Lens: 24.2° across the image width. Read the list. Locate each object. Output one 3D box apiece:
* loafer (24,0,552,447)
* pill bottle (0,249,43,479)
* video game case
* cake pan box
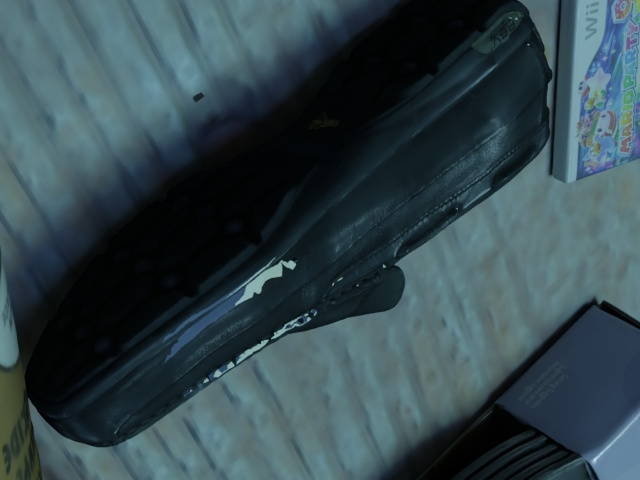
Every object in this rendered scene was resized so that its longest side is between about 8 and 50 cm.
[{"bbox_3d":[0.000,0.000,0.514,0.223,0.076,0.078,-40,123,-20],"label":"loafer"},{"bbox_3d":[-0.141,0.066,0.400,0.131,0.131,0.229,-21,123,-29],"label":"pill bottle"},{"bbox_3d":[0.149,-0.080,0.636,0.122,0.011,0.087,-19,122,-30],"label":"video game case"},{"bbox_3d":[0.101,0.193,0.698,0.246,0.070,0.267,-42,130,-17],"label":"cake pan box"}]
